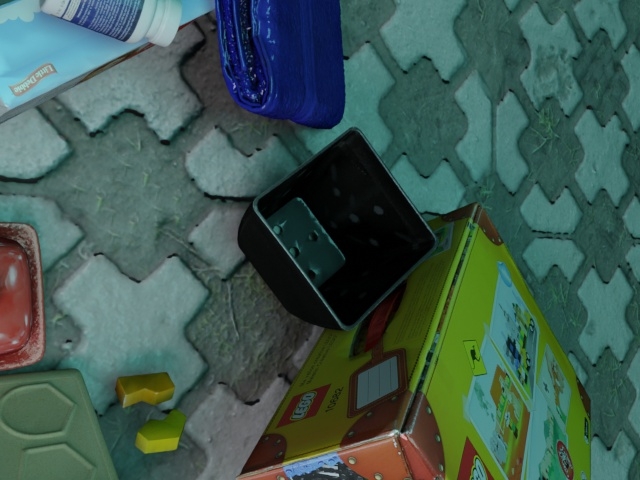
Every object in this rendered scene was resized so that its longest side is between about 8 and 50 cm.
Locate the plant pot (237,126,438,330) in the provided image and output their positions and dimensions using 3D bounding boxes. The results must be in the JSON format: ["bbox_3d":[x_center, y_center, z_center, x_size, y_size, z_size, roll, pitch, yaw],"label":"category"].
[{"bbox_3d":[0.000,0.000,0.905,0.188,0.167,0.187,-40,97,-31],"label":"plant pot"}]

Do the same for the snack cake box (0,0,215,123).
[{"bbox_3d":[-0.260,-0.223,0.754,0.264,0.152,0.089,-39,109,-31],"label":"snack cake box"}]

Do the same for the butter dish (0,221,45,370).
[{"bbox_3d":[-0.349,0.059,0.698,0.160,0.118,0.160,-2,89,-35],"label":"butter dish"}]

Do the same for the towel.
[{"bbox_3d":[-0.046,-0.258,0.874,0.308,0.076,0.228,-15,102,-72],"label":"towel"}]

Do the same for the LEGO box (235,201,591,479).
[{"bbox_3d":[0.165,0.233,0.862,0.372,0.193,0.500,58,30,-12],"label":"LEGO box"}]

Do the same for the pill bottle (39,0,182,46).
[{"bbox_3d":[-0.197,-0.228,0.664,0.120,0.067,0.067,14,80,-33],"label":"pill bottle"}]

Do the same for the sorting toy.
[{"bbox_3d":[-0.275,0.209,0.695,0.307,0.229,0.041,1,120,-35],"label":"sorting toy"}]
